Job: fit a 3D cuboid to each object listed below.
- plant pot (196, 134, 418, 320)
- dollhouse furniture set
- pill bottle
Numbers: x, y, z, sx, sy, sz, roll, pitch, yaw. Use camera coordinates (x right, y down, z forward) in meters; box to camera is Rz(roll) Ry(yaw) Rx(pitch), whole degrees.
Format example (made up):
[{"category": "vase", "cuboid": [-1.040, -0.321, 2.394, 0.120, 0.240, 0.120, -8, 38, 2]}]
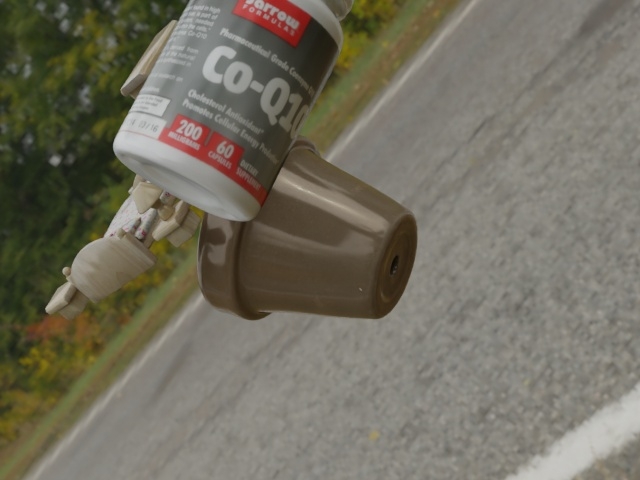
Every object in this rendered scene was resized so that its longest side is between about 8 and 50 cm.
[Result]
[{"category": "plant pot", "cuboid": [0.000, 0.000, 1.538, 0.263, 0.229, 0.263, -48, -33, -47]}, {"category": "dollhouse furniture set", "cuboid": [-0.238, -0.112, 1.480, 0.356, 0.174, 0.303, -31, 25, 39]}, {"category": "pill bottle", "cuboid": [-0.076, -0.176, 1.169, 0.283, 0.161, 0.161, -64, 13, -10]}]
